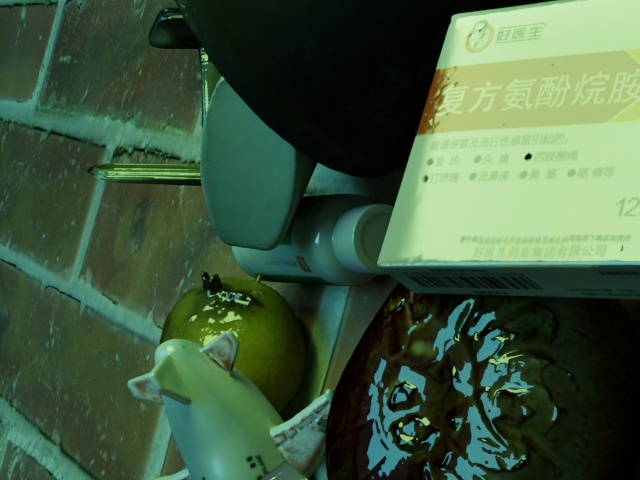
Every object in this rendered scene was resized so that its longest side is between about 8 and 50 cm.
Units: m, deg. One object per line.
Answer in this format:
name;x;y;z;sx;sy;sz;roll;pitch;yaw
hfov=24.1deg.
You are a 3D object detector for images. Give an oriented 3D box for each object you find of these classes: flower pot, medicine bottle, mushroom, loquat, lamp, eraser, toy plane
flower pot;0.058;-0.264;1.335;0.251;0.379;0.379;-29;48;28
medicine bottle;0.000;0.000;1.516;0.260;0.095;0.095;3;79;62
mushroom;0.116;0.130;1.138;0.297;0.163;0.278;-65;29;8
loquat;-0.095;0.131;1.577;0.172;0.149;0.204;-128;43;-57
lamp;-0.191;-0.168;1.874;0.124;0.203;0.283;112;156;-59
eraser;-0.034;-0.143;1.496;0.290;0.104;0.189;-68;-12;-55
toy plane;-0.085;0.203;1.446;0.252;0.252;0.118;-63;0;22

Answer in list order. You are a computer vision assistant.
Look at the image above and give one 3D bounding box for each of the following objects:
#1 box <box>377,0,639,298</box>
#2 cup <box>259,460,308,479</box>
box;0.215;-0.066;1.000;0.353;0.069;0.214;1;65;41
cup;-0.093;0.341;1.317;0.288;0.203;0.203;-42;24;-11
